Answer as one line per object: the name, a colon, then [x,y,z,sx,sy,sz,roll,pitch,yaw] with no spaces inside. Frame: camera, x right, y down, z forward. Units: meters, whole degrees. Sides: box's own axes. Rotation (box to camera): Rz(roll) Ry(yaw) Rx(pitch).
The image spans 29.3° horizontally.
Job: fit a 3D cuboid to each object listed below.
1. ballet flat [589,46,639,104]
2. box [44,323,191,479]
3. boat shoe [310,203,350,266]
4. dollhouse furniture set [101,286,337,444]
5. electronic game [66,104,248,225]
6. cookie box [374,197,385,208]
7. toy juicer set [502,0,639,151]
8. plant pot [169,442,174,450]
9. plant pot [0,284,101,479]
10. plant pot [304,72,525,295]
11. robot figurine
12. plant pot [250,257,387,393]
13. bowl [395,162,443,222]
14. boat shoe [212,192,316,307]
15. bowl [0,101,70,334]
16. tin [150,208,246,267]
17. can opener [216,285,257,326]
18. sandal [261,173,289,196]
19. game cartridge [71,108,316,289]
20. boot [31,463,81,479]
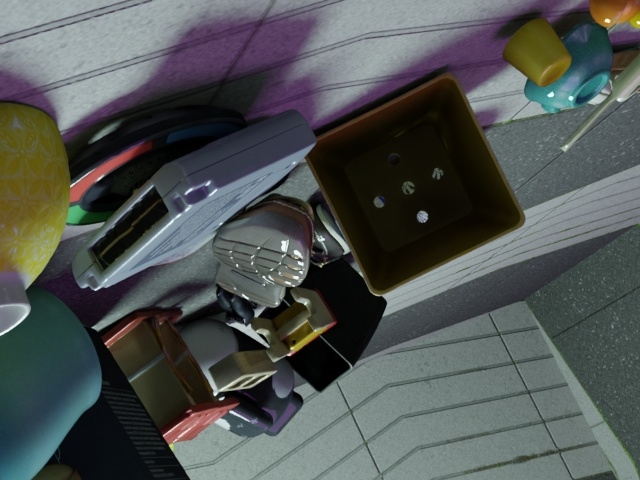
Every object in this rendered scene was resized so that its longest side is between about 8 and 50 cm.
ballet flat: [0.410,-0.233,1.762,0.232,0.073,0.080,-15,163,-38]
box: [-0.382,0.358,1.801,0.293,0.395,0.212,-34,168,2]
boat shoe: [0.000,0.000,1.894,0.069,0.081,0.228,-30,170,1]
dollhouse furniture set: [-0.160,0.155,1.978,0.374,0.201,0.152,-36,164,18]
electronic game: [-0.182,-0.076,1.294,0.229,0.048,0.229,-25,170,-5]
cookie box: [0.063,-0.042,1.825,0.040,0.092,0.107,-17,166,-20]
toy juicer set: [0.352,-0.249,1.588,0.209,0.089,0.329,-40,157,7]
plant pot: [-0.402,0.324,2.143,0.228,0.207,0.227,-22,168,-17]
plant pot: [-0.415,0.188,1.484,0.255,0.271,0.271,-33,176,-43]
plant pot: [0.119,-0.070,1.598,0.212,0.212,0.187,-26,179,3]
robot figurine: [-0.163,0.258,2.249,0.209,0.173,0.278,-10,145,45]
plant pot: [0.010,0.142,2.275,0.167,0.188,0.187,-46,178,-30]
bowl: [0.154,-0.084,1.854,0.170,0.080,0.170,-24,167,-6]
boat shoe: [-0.065,-0.007,1.539,0.116,0.123,0.324,-65,-174,-16]
bowl: [-0.346,0.015,1.110,0.289,0.156,0.289,-25,168,-6]
tin: [-0.172,-0.017,1.600,0.190,0.040,0.106,-36,168,39]
can opener: [-0.152,0.106,2.126,0.059,0.073,0.186,12,170,12]
sandal: [-0.073,-0.098,1.459,0.067,0.040,0.179,-25,161,-13]
game cartridge: [-0.134,-0.043,1.321,0.196,0.060,0.294,-23,173,-39]
boot: [-0.476,0.266,1.613,0.236,0.269,0.089,-28,-172,-17]
